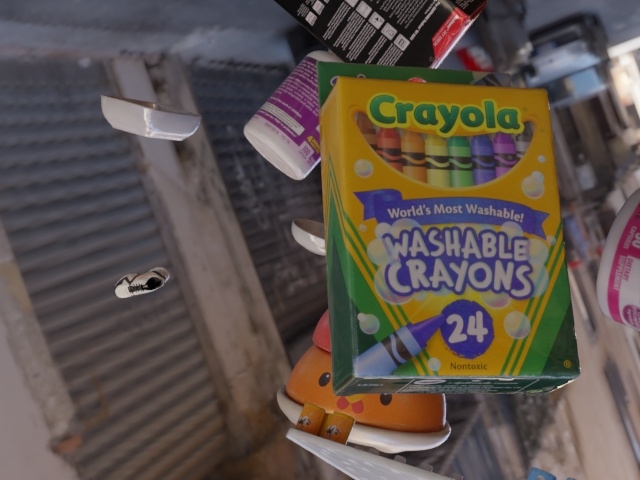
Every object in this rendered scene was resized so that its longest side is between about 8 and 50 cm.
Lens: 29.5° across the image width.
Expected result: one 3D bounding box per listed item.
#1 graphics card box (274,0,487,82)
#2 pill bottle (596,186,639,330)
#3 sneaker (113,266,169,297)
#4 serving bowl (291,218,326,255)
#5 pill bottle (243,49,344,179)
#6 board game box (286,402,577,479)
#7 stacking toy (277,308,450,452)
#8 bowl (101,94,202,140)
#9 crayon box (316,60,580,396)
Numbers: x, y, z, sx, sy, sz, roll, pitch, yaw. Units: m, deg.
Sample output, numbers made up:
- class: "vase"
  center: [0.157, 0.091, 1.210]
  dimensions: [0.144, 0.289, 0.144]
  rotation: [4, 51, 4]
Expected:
- class: "graphics card box"
  center: [0.069, -0.424, 2.033]
  dimensions: [0.094, 0.371, 0.233]
  rotation: [-47, 176, -47]
- class: "pill bottle"
  center: [0.439, 0.052, 1.227]
  dimensions: [0.283, 0.160, 0.160]
  rotation: [22, -153, 34]
- class: "sneaker"
  center: [-0.332, 0.080, 2.232]
  dimensions: [0.109, 0.040, 0.044]
  rotation: [-22, -160, 9]
- class: "serving bowl"
  center: [0.000, 0.000, 1.541]
  dimensions: [0.083, 0.027, 0.083]
  rotation: [18, -166, -5]
- class: "pill bottle"
  center: [-0.006, -0.287, 2.542]
  dimensions: [0.301, 0.169, 0.169]
  rotation: [-50, -175, -7]
- class: "board game box"
  center: [0.211, 0.318, 1.440]
  dimensions: [0.390, 0.050, 0.390]
  rotation: [9, 159, 40]
- class: "stacking toy"
  center: [0.123, 0.147, 2.389]
  dimensions: [0.350, 0.480, 0.350]
  rotation: [11, -176, -1]
- class: "bowl"
  center: [-0.288, -0.205, 2.062]
  dimensions: [0.142, 0.053, 0.142]
  rotation: [17, -170, 37]
- class: "crayon box"
  center: [0.107, -0.027, 1.090]
  dimensions: [0.203, 0.323, 0.083]
  rotation: [1, 161, -14]
